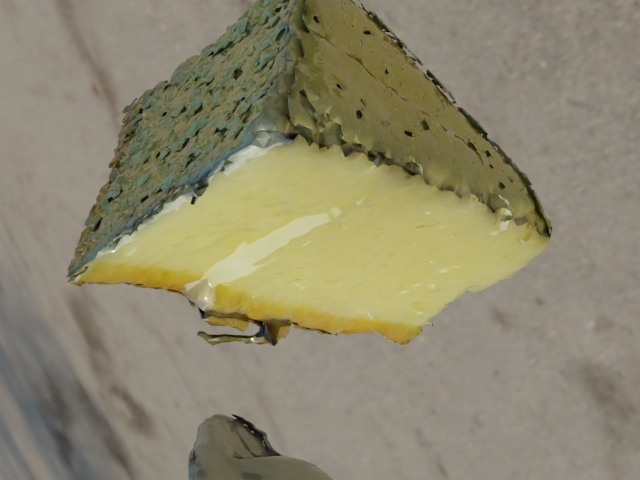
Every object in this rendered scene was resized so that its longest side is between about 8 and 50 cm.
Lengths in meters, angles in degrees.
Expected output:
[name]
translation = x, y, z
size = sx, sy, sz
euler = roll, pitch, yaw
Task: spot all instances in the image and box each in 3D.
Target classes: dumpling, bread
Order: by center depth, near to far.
[bread]
translation = 0.000, 0.000, 1.076
size = 0.315, 0.279, 0.248
euler = 45, 121, -14
[dumpling]
translation = -0.047, 0.254, 1.259
size = 0.247, 0.142, 0.172
euler = 57, -170, 24
